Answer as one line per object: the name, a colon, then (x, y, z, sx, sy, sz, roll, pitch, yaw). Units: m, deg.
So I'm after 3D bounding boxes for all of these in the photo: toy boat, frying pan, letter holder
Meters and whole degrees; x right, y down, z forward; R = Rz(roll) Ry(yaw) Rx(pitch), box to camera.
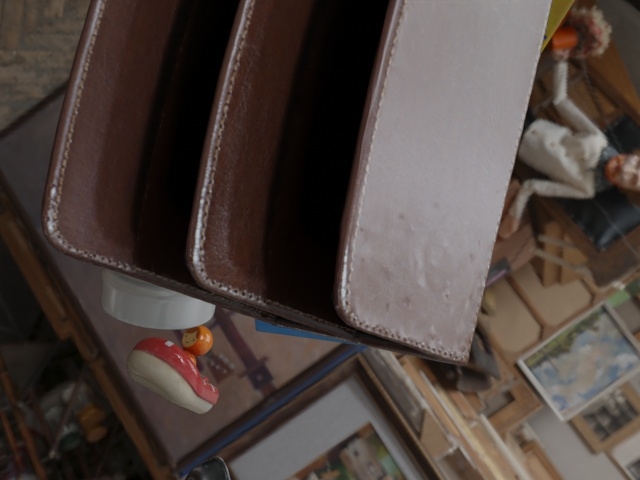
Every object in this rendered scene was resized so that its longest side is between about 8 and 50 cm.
toy boat: (-0.257, 0.227, 1.526, 0.151, 0.151, 0.231, -60, 164, -13)
frying pan: (-0.210, 0.484, 1.285, 0.053, 0.197, 0.326, 14, 120, -24)
letter holder: (0.001, -0.108, 0.455, 0.214, 0.152, 0.302, 25, 76, -46)

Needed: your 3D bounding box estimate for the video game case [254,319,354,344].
video game case: (0.033, 0.064, 0.768, 0.166, 0.119, 0.015, -19, 109, -58)

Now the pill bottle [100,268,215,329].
pill bottle: (-0.108, -0.047, 0.596, 0.117, 0.117, 0.208, -4, 111, -43)

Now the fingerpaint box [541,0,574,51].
fingerpaint box: (0.046, -0.366, 0.708, 0.444, 0.163, 0.371, 22, 134, -4)
